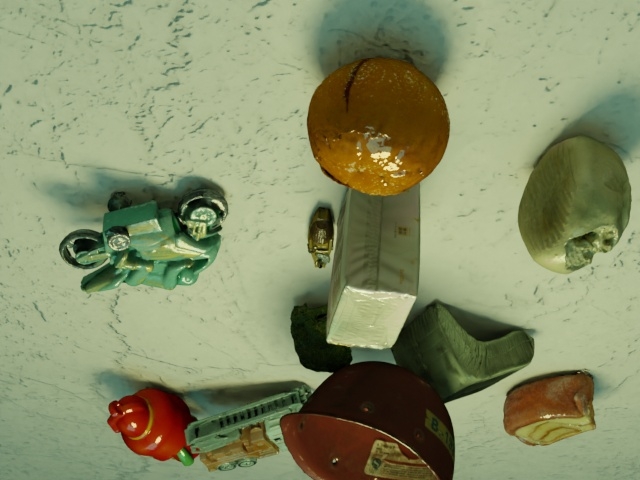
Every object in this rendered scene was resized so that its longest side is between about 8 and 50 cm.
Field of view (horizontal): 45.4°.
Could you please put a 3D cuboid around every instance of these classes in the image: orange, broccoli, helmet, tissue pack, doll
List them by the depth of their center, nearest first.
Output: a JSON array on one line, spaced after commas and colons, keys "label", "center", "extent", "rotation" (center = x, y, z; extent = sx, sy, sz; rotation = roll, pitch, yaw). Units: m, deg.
[{"label": "orange", "center": [0.077, -0.152, 1.006], "extent": [0.193, 0.161, 0.193], "rotation": [10, 156, 4]}, {"label": "tissue pack", "center": [0.084, 0.031, 1.218], "extent": [0.124, 0.225, 0.185], "rotation": [8, 146, -3]}, {"label": "helmet", "center": [0.117, 0.356, 1.506], "extent": [0.337, 0.230, 0.385], "rotation": [-8, 131, 41]}, {"label": "broccoli", "center": [0.001, 0.196, 1.560], "extent": [0.162, 0.138, 0.146], "rotation": [37, 164, 9]}, {"label": "doll", "center": [-0.424, 0.474, 1.975], "extent": [0.160, 0.183, 0.363], "rotation": [-32, 146, 12]}]

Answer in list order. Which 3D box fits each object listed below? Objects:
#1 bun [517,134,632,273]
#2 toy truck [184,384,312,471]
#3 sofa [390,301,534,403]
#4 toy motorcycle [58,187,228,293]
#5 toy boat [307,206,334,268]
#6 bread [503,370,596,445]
[{"label": "bun", "center": [0.375, -0.042, 1.100], "extent": [0.127, 0.193, 0.178], "rotation": [19, 136, -13]}, {"label": "toy truck", "center": [-0.161, 0.472, 1.946], "extent": [0.338, 0.133, 0.184], "rotation": [-18, 146, 8]}, {"label": "sofa", "center": [0.298, 0.231, 1.625], "extent": [0.225, 0.176, 0.210], "rotation": [-10, 156, -32]}, {"label": "toy motorcycle", "center": [-0.289, 0.010, 1.320], "extent": [0.296, 0.109, 0.198], "rotation": [-14, 133, 1]}, {"label": "toy boat", "center": [0.000, 0.000, 1.339], "extent": [0.047, 0.049, 0.149], "rotation": [4, 147, 0]}, {"label": "bread", "center": [0.546, 0.398, 1.804], "extent": [0.190, 0.123, 0.244], "rotation": [20, 142, -19]}]
